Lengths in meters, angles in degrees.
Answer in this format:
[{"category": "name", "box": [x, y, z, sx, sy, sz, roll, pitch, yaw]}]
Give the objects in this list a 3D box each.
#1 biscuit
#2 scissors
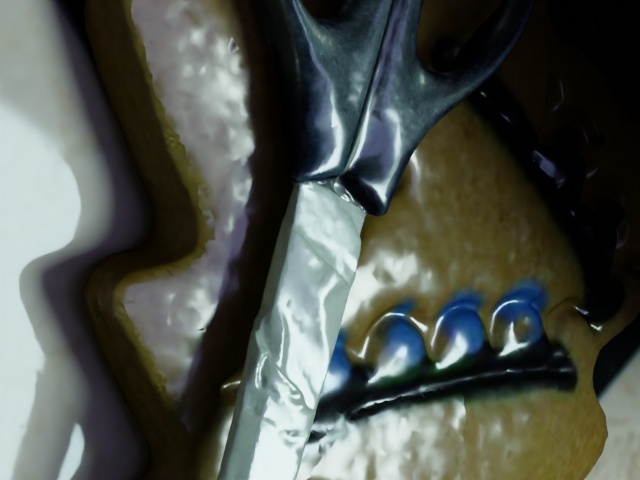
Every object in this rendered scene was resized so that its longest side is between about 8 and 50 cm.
[{"category": "biscuit", "box": [0.026, 0.037, 0.629, 0.278, 0.043, 0.301, 14, 84, -41]}, {"category": "scissors", "box": [0.000, 0.000, 0.564, 0.109, 0.022, 0.300, 21, 80, -33]}]
